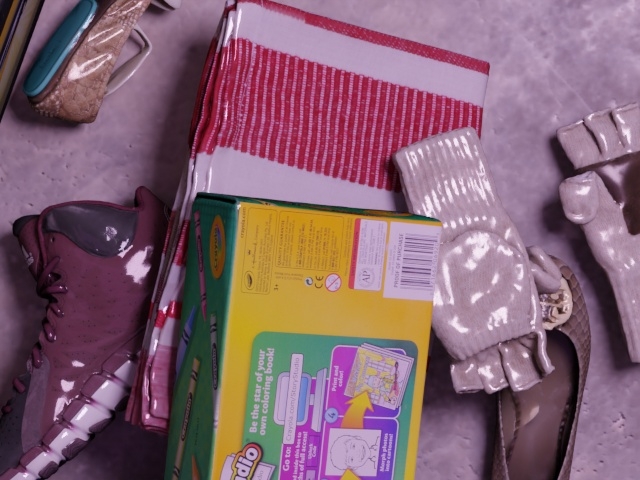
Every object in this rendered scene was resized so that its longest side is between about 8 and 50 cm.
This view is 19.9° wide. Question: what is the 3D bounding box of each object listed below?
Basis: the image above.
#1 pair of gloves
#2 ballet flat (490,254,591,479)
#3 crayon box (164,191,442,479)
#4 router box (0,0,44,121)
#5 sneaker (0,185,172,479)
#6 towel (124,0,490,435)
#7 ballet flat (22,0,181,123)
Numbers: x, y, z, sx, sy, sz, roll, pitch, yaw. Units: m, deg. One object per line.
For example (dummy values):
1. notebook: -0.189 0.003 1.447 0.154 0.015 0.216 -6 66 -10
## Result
1. pair of gloves: 0.180 0.005 1.388 0.240 0.042 0.204 -10 88 -18
2. ballet flat: 0.167 0.136 1.424 0.084 0.058 0.250 6 95 -4
3. crayon box: -0.016 0.112 1.302 0.165 0.081 0.278 5 92 -27
4. router box: -0.249 -0.167 1.285 0.081 0.243 0.309 20 94 -4
5. sneaker: -0.204 0.070 1.388 0.281 0.106 0.162 -43 91 -9
6. towel: 0.000 0.000 1.366 0.237 0.037 0.329 13 89 -27
7. ballet flat: -0.147 -0.177 1.387 0.067 0.073 0.206 31 96 -32
